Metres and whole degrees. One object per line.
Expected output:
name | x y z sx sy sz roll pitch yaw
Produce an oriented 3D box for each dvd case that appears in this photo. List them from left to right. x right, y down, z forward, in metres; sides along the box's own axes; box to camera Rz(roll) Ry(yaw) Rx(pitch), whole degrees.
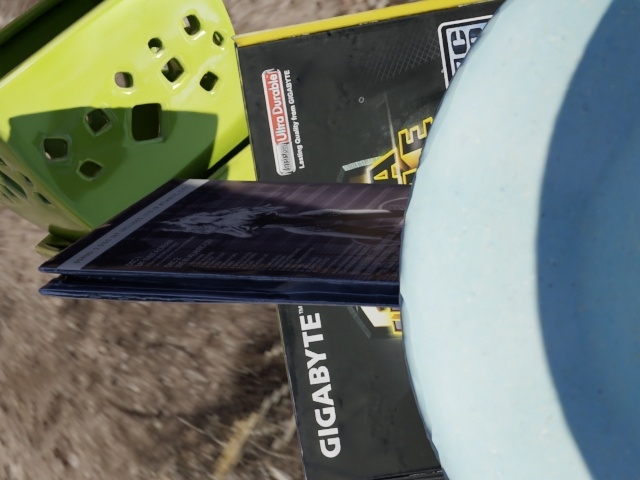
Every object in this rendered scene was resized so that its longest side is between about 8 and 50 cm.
dvd case | 0.000 0.000 0.853 0.221 0.164 0.018 2 107 18

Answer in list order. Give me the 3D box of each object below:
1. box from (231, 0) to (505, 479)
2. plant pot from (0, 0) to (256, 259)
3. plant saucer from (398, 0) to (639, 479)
box | 0.093 -0.001 1.220 0.257 0.079 0.322 -9 89 9
plant pot | -0.177 -0.098 1.494 0.228 0.227 0.207 -41 110 -19
plant saucer | 0.112 0.007 0.419 0.195 0.037 0.195 -5 80 30
